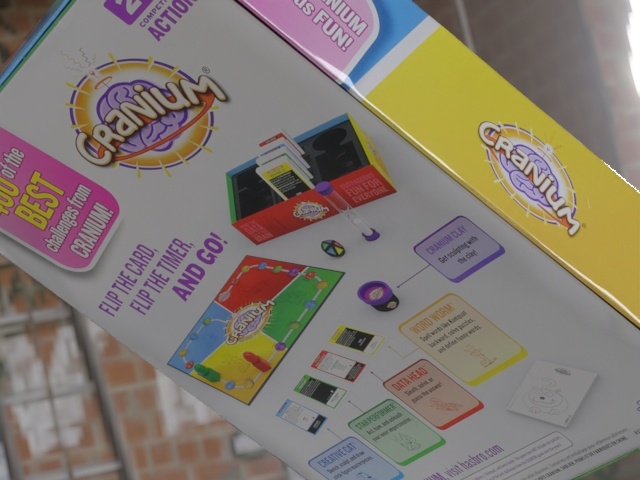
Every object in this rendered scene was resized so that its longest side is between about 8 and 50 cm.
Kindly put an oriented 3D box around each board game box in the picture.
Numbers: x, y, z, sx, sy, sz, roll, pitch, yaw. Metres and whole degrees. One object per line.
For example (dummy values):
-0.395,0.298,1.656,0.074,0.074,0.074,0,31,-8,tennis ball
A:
0.000,0.000,0.764,0.242,0.316,0.064,-36,20,48,board game box
